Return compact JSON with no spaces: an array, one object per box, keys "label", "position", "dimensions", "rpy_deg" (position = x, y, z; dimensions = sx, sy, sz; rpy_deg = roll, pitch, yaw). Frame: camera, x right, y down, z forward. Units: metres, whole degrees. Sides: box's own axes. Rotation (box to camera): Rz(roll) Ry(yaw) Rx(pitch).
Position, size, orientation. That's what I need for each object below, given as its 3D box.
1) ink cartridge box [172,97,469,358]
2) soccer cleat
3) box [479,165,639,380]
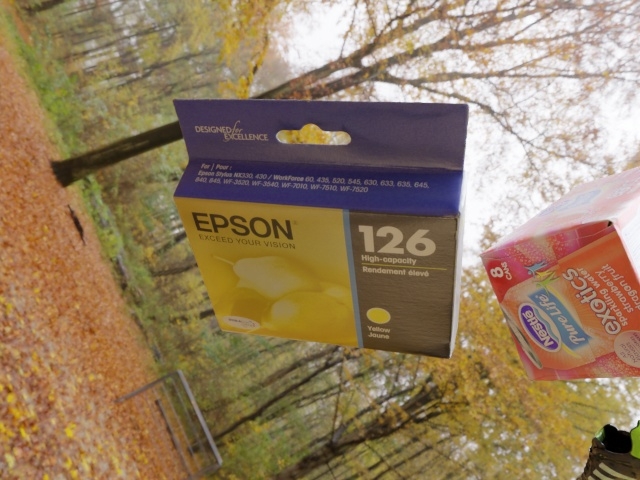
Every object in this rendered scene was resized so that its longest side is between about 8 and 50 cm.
[{"label":"ink cartridge box","position":[0.000,0.000,0.590],"dimensions":[0.072,0.304,0.307],"rpy_deg":[-69,157,-43]},{"label":"soccer cleat","position":[0.323,0.245,0.591],"dimensions":[0.072,0.060,0.178],"rpy_deg":[47,-30,20]},{"label":"box","position":[0.329,0.019,0.604],"dimensions":[0.142,0.300,0.154],"rpy_deg":[-19,-85,47]}]
